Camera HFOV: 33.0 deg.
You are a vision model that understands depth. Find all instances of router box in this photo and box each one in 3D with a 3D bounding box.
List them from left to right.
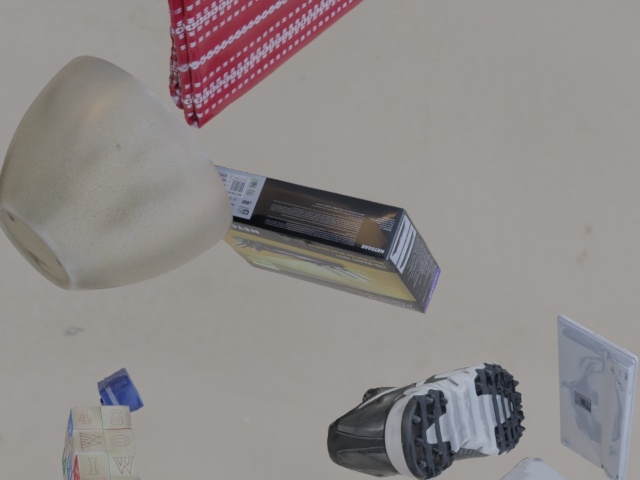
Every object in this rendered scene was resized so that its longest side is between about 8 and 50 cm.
[{"bbox_3d":[0.000,0.000,1.577,0.081,0.309,0.243,-69,155,-14],"label":"router box"}]

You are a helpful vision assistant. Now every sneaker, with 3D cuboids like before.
[{"bbox_3d":[0.084,0.143,0.865,0.234,0.106,0.078,0,82,-58],"label":"sneaker"}]

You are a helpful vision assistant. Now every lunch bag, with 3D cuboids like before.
[{"bbox_3d":[-0.351,0.267,1.866,0.065,0.098,0.067,-28,101,-11],"label":"lunch bag"}]

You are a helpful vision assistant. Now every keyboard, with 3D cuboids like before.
[{"bbox_3d":[0.240,0.145,0.945,0.014,0.072,0.256,-43,148,-16],"label":"keyboard"}]

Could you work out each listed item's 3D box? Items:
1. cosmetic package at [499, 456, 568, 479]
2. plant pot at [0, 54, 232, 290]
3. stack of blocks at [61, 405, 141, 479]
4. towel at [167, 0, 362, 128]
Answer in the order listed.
[{"bbox_3d":[0.033,0.369,0.635,0.230,0.161,0.453,-9,132,-61],"label":"cosmetic package"},{"bbox_3d":[-0.273,-0.049,1.293,0.191,0.284,0.284,-46,121,-25],"label":"plant pot"},{"bbox_3d":[-0.303,0.398,1.502,0.087,0.297,0.171,2,132,-21],"label":"stack of blocks"},{"bbox_3d":[-0.008,-0.193,0.527,0.199,0.031,0.274,-41,159,-22],"label":"towel"}]
